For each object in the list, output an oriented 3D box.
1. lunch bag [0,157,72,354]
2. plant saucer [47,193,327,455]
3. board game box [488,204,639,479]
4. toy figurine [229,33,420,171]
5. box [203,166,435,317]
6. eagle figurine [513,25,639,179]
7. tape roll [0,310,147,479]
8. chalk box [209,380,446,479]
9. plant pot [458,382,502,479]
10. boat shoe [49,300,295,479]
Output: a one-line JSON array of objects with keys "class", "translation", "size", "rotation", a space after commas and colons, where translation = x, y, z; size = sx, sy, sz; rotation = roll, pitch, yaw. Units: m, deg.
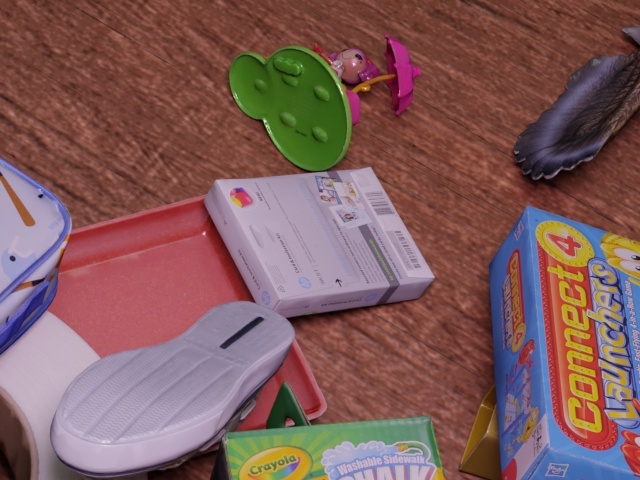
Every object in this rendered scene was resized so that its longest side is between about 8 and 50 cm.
[{"class": "lunch bag", "translation": [-0.352, 0.034, 1.320], "size": [0.243, 0.115, 0.303], "rotation": [35, 46, 6]}, {"class": "plant saucer", "translation": [-0.162, 0.097, 1.525], "size": [0.259, 0.047, 0.258], "rotation": [-16, 60, -20]}, {"class": "board game box", "translation": [0.308, 0.138, 1.487], "size": [0.302, 0.086, 0.308], "rotation": [17, 40, -13]}, {"class": "toy figurine", "translation": [0.021, -0.162, 1.721], "size": [0.173, 0.130, 0.159], "rotation": [26, 37, 37]}, {"class": "box", "translation": [0.000, 0.000, 1.596], "size": [0.186, 0.038, 0.145], "rotation": [-6, 55, -38]}, {"class": "eagle figurine", "translation": [0.355, -0.150, 1.738], "size": [0.226, 0.225, 0.298], "rotation": [13, 80, 48]}, {"class": "tape roll", "translation": [-0.332, 0.189, 1.319], "size": [0.392, 0.072, 0.392], "rotation": [12, 49, -13]}, {"class": "chalk box", "translation": [0.006, 0.258, 1.364], "size": [0.179, 0.180, 0.289], "rotation": [-2, 58, -14]}, {"class": "plant pot", "translation": [0.186, 0.176, 1.519], "size": [0.083, 0.081, 0.081], "rotation": [24, 55, -1]}, {"class": "boat shoe", "translation": [-0.111, 0.137, 1.345], "size": [0.109, 0.094, 0.302], "rotation": [25, 24, 21]}]
